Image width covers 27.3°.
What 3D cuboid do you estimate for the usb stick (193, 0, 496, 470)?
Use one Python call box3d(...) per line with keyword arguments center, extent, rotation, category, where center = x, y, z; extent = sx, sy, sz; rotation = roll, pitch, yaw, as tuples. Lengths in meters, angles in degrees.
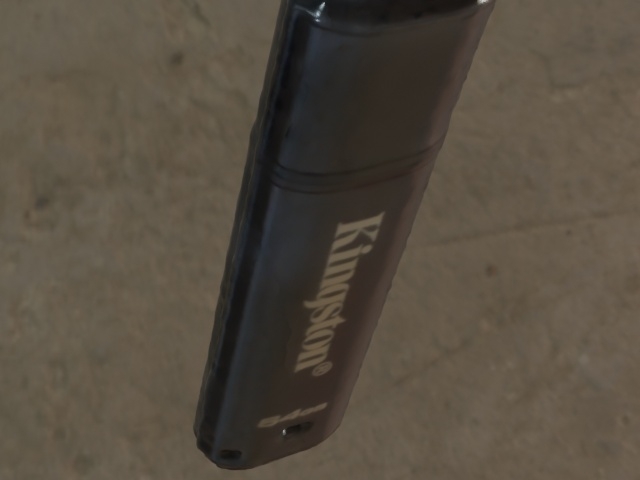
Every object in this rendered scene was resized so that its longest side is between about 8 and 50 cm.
box3d(center=(0.000, 0.000, 0.495), extent=(0.077, 0.045, 0.278), rotation=(-22, 149, -29), category="usb stick")
